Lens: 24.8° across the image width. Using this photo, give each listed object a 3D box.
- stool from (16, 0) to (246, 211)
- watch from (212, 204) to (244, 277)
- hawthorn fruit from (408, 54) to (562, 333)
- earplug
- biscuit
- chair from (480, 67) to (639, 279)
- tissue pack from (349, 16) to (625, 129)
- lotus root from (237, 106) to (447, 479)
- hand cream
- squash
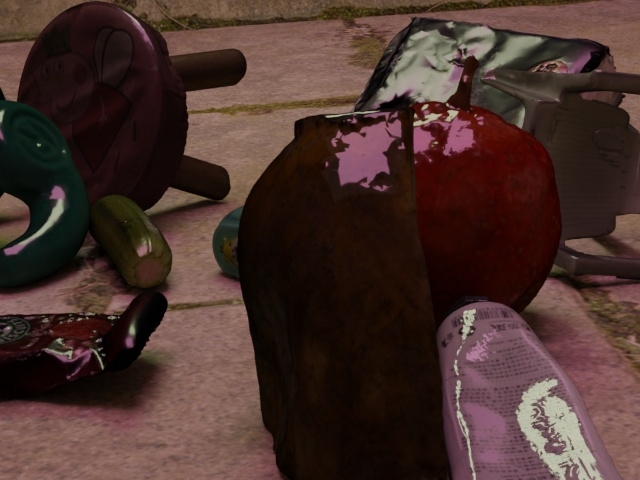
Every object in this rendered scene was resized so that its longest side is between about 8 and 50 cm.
[{"bbox_3d":[-0.234,-0.157,1.815,0.272,0.272,0.178,11,9,39],"label":"stool"},{"bbox_3d":[0.000,0.000,1.549,0.195,0.068,0.237,-14,16,-39],"label":"watch"},{"bbox_3d":[0.120,-0.042,1.322,0.205,0.253,0.205,-3,18,1],"label":"hawthorn fruit"},{"bbox_3d":[-0.390,-0.074,1.633,0.280,0.257,0.164,3,-6,18],"label":"earplug"},{"bbox_3d":[-0.253,0.091,1.282,0.235,0.063,0.151,-3,16,10],"label":"biscuit"},{"bbox_3d":[0.293,-0.074,1.504,0.190,0.203,0.275,4,9,-17],"label":"chair"},{"bbox_3d":[0.187,-0.166,1.854,0.332,0.123,0.245,13,53,41],"label":"tissue pack"},{"bbox_3d":[0.013,0.027,1.101,0.149,0.260,0.267,-5,17,-2],"label":"lotus root"},{"bbox_3d":[0.142,0.133,1.085,0.121,0.076,0.336,-9,23,-1],"label":"hand cream"},{"bbox_3d":[-0.209,-0.001,1.590,0.066,0.066,0.229,-9,19,-17],"label":"squash"}]
